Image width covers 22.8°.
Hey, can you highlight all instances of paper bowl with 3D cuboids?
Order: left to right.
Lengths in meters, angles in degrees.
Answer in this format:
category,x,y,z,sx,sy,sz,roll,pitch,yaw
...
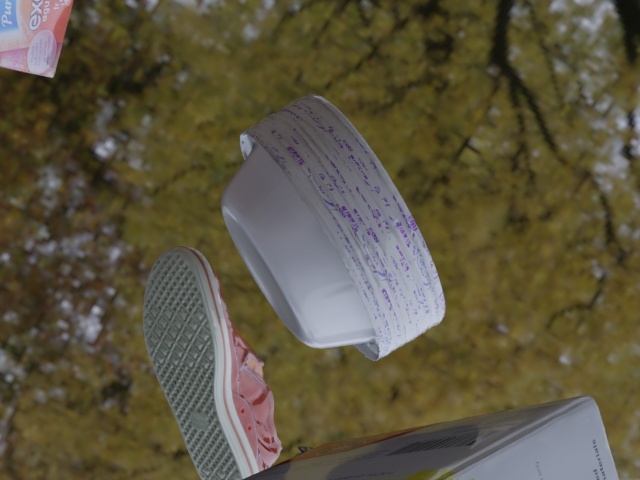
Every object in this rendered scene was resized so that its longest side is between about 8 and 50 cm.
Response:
category,x,y,z,sx,sy,sz,roll,pitch,yaw
paper bowl,0.000,0.000,1.686,0.148,0.284,0.284,-31,-158,-10

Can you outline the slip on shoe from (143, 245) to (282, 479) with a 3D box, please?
category,x,y,z,sx,sy,sz,roll,pitch,yaw
slip on shoe,-0.121,0.147,1.858,0.123,0.331,0.101,7,-146,38

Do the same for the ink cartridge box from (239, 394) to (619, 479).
category,x,y,z,sx,sy,sz,roll,pitch,yaw
ink cartridge box,0.007,0.248,1.117,0.279,0.384,0.160,-15,-90,40

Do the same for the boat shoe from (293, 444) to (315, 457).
category,x,y,z,sx,sy,sz,roll,pitch,yaw
boat shoe,-0.002,0.397,2.503,0.355,0.130,0.132,-40,-160,50

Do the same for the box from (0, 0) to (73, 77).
category,x,y,z,sx,sy,sz,roll,pitch,yaw
box,-0.354,-0.240,1.266,0.300,0.154,0.142,18,-83,25
